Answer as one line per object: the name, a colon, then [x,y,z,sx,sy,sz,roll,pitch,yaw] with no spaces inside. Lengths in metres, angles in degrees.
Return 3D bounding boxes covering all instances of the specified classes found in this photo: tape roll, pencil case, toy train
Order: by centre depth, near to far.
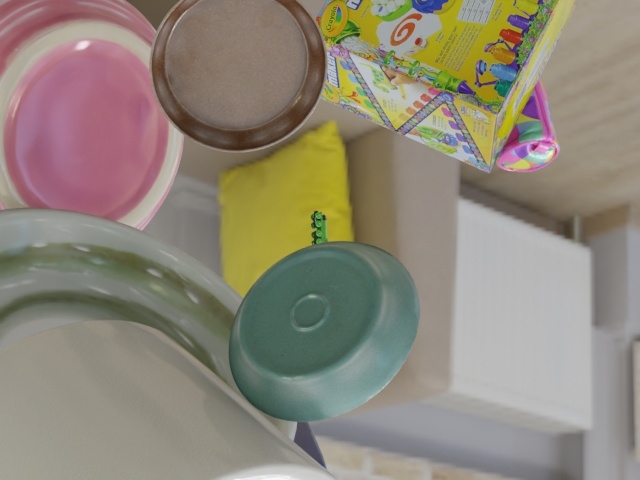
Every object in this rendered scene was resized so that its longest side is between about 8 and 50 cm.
tape roll: [-0.118,0.190,0.728,0.169,0.246,0.246,35,-177,40]
toy train: [0.000,0.000,1.697,0.023,0.083,0.017,10,161,-35]
pencil case: [0.283,-0.220,1.836,0.104,0.236,0.104,-8,158,-3]

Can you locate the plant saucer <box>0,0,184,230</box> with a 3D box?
plant saucer: [-0.277,-0.121,1.381,0.332,0.332,0.084,24,173,-43]

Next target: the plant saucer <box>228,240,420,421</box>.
plant saucer: [-0.003,0.045,0.712,0.119,0.119,0.021,-5,145,24]

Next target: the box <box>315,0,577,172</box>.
box: [0.172,-0.299,1.698,0.279,0.290,0.177,26,162,13]

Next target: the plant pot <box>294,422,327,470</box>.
plant pot: [-0.102,0.395,1.753,0.212,0.236,0.236,-4,-170,-7]

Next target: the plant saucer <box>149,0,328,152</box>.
plant saucer: [-0.078,-0.167,1.180,0.168,0.168,0.029,10,-159,-15]

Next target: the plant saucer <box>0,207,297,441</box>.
plant saucer: [-0.221,0.132,1.209,0.400,0.400,0.100,14,125,-26]
